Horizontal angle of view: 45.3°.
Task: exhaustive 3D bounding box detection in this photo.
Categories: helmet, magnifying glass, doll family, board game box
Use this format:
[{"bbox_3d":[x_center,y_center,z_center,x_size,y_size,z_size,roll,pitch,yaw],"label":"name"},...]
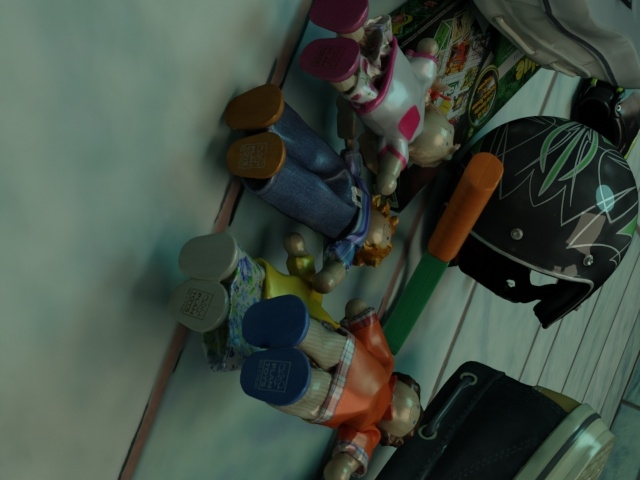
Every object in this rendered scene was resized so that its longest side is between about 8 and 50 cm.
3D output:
[{"bbox_3d":[0.179,-0.023,0.636,0.169,0.169,0.161,-48,160,-31],"label":"helmet"},{"bbox_3d":[0.081,0.015,0.554,0.092,0.026,0.231,-57,173,-29],"label":"magnifying glass"},{"bbox_3d":[0.000,0.000,0.438,0.163,0.118,0.263,38,57,-52],"label":"doll family"},{"bbox_3d":[0.117,-0.146,0.590,0.259,0.030,0.136,-43,139,-37],"label":"board game box"}]

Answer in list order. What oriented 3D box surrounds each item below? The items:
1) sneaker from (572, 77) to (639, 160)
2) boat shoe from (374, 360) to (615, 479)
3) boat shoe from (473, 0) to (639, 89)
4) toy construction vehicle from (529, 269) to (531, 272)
[{"bbox_3d":[0.347,-0.173,0.887,0.097,0.084,0.235,-11,118,-54],"label":"sneaker"},{"bbox_3d":[0.029,0.287,0.605,0.500,0.156,0.187,-42,147,-20],"label":"boat shoe"},{"bbox_3d":[0.190,-0.166,0.577,0.267,0.088,0.096,-7,97,-56],"label":"boat shoe"},{"bbox_3d":[0.196,0.002,0.811,0.086,0.035,0.098,17,91,-49],"label":"toy construction vehicle"}]
